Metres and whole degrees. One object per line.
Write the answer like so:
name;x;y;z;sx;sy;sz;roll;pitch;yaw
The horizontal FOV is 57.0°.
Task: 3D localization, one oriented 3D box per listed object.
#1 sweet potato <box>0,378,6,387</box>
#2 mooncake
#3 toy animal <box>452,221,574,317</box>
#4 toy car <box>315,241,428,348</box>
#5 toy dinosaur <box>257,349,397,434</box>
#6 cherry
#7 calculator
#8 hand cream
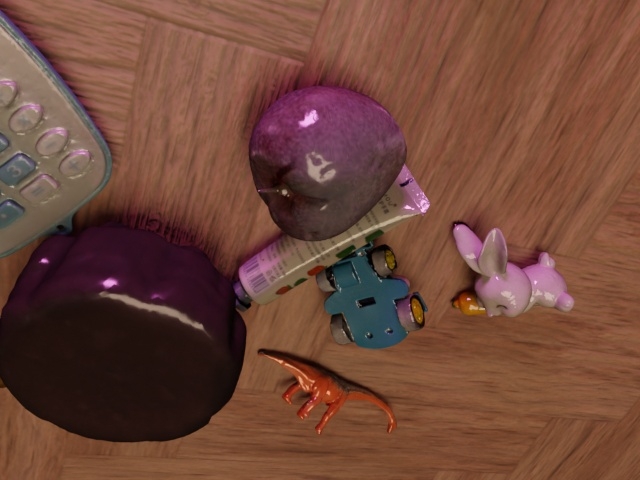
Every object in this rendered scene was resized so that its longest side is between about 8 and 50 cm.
sweet potato;-0.487;0.129;0.706;0.067;0.067;0.274;-41;128;14
mooncake;-0.226;0.112;0.696;0.283;0.141;0.283;1;128;1
toy animal;0.252;0.050;0.833;0.182;0.131;0.127;11;88;-28
toy car;0.066;0.060;0.795;0.126;0.098;0.161;-20;98;27
toy dinosaur;0.013;0.245;0.908;0.101;0.055;0.279;-50;120;-7
cherry;0.004;-0.090;0.637;0.176;0.140;0.176;-25;132;-31
calculator;-0.386;-0.130;0.563;0.256;0.054;0.386;-32;126;8
hand cream;0.000;0.000;0.732;0.276;0.095;0.059;-33;149;13
